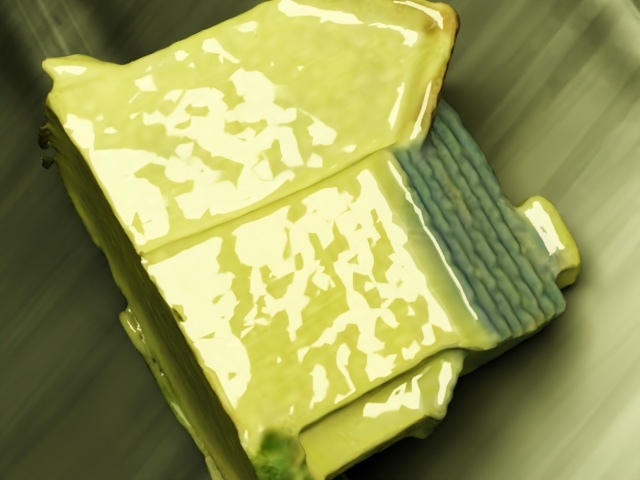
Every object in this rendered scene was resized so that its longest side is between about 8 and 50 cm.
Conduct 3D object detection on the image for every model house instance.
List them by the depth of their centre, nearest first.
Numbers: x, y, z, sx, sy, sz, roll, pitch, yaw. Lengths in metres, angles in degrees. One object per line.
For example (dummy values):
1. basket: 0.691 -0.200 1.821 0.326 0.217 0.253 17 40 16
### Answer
1. model house: 0.000 0.000 1.213 0.266 0.261 0.321 -29 82 -9
